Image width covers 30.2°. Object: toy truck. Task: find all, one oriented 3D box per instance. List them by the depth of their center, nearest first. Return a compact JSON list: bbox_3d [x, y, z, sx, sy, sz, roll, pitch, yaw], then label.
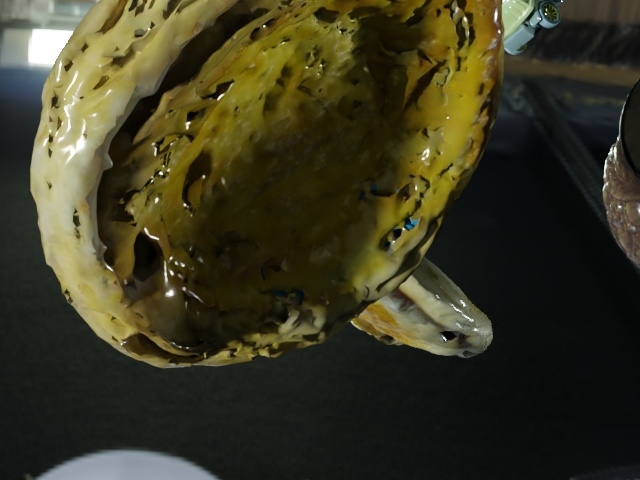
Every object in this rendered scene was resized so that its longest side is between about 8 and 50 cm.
[{"bbox_3d":[0.211,-0.290,1.295,0.100,0.077,0.169,27,-121,-19],"label":"toy truck"}]

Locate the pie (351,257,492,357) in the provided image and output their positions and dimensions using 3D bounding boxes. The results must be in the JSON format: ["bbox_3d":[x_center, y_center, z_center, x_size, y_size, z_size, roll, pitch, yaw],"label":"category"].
[{"bbox_3d":[0.000,0.001,0.963,0.339,0.077,0.339,33,173,5],"label":"pie"}]

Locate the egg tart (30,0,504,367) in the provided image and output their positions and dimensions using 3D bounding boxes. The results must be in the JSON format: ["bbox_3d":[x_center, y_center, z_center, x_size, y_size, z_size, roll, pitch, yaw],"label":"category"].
[{"bbox_3d":[-0.026,-0.066,0.603,0.291,0.291,0.107,-16,-139,-38],"label":"egg tart"}]

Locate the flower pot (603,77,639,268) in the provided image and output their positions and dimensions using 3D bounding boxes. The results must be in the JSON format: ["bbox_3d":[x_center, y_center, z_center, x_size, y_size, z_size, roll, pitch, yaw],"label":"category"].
[{"bbox_3d":[0.460,-0.089,1.393,0.266,0.266,0.267,20,171,22],"label":"flower pot"}]
